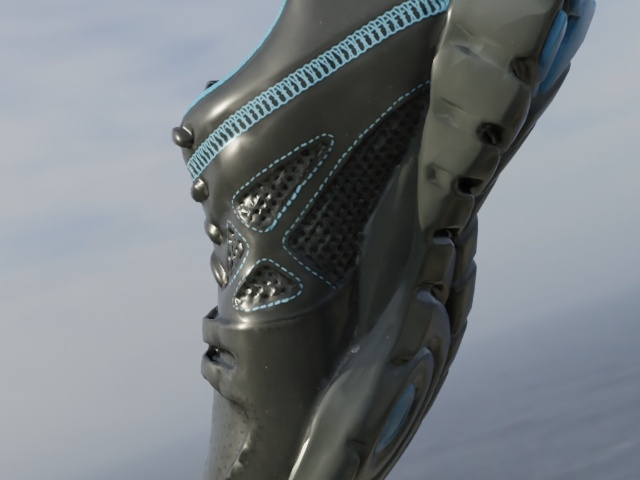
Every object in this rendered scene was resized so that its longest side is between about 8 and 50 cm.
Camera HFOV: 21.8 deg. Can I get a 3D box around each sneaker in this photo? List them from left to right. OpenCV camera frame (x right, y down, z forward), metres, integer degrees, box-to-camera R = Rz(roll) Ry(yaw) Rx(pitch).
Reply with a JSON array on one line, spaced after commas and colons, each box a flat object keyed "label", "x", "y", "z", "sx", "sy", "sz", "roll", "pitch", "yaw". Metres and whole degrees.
[{"label": "sneaker", "x": 0.000, "y": 0.000, "z": 0.729, "sx": 0.139, "sy": 0.341, "sz": 0.125, "roll": 25, "pitch": 14, "yaw": 13}]
